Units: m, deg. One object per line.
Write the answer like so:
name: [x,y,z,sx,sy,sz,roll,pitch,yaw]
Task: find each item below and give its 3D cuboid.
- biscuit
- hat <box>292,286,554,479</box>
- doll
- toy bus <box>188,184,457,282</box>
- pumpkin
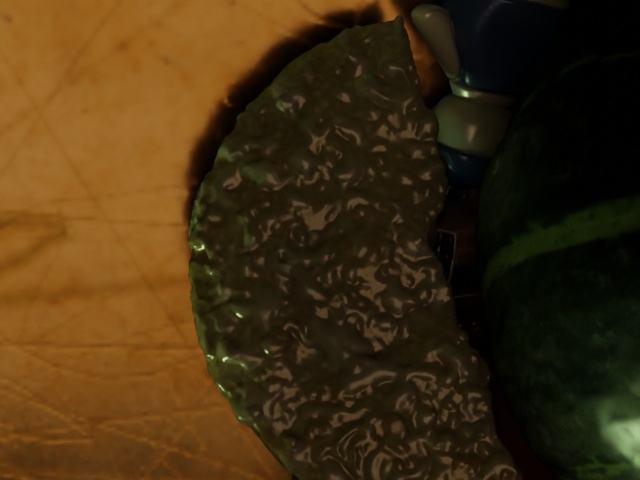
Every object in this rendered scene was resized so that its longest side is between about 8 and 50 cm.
biscuit: [0.006,0.026,0.910,0.133,0.032,0.250,-12,81,-1]
hat: [0.087,0.118,0.953,0.205,0.089,0.205,0,81,2]
doll: [0.083,-0.084,0.950,0.098,0.057,0.143,7,104,-28]
toy bus: [0.000,0.000,0.962,0.130,0.052,0.037,10,89,-5]
pumpkin: [0.225,0.014,0.861,0.323,0.241,0.323,9,70,-27]
